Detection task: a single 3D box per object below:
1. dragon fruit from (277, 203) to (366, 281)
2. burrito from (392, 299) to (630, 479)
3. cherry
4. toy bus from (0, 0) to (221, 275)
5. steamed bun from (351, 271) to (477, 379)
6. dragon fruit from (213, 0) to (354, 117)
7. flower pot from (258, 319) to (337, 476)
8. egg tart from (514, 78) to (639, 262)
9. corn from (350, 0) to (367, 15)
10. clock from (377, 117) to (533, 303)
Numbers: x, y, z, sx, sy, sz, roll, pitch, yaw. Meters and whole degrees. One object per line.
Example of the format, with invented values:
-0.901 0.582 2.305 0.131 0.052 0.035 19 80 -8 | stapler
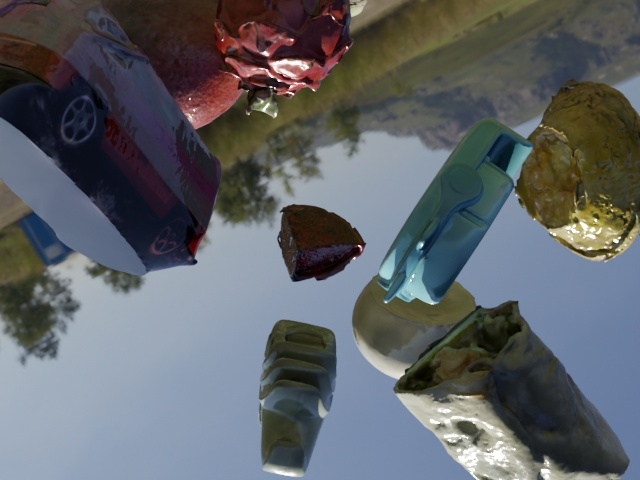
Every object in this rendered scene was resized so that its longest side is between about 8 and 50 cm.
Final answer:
-0.001 0.001 1.849 0.161 0.127 0.120 -5 152 -11 | dragon fruit
0.269 0.240 1.174 0.190 0.332 0.135 -46 -157 -8 | burrito
-0.208 -0.261 1.296 0.239 0.239 0.206 -29 -177 -8 | cherry
-0.201 -0.089 0.799 0.127 0.302 0.147 8 -118 24 | toy bus
0.232 0.216 2.257 0.324 0.206 0.324 6 -153 -3 | steamed bun
-0.043 -0.263 1.116 0.172 0.172 0.209 -38 157 -55 | dragon fruit
-0.053 0.325 1.966 0.165 0.254 0.367 12 -172 -3 | flower pot
0.423 -0.115 1.540 0.120 0.315 0.315 -7 178 -23 | egg tart
-0.049 -0.545 1.895 0.305 0.123 0.122 13 -179 -13 | corn
0.163 -0.018 1.172 0.274 0.094 0.223 -51 171 -50 | clock
